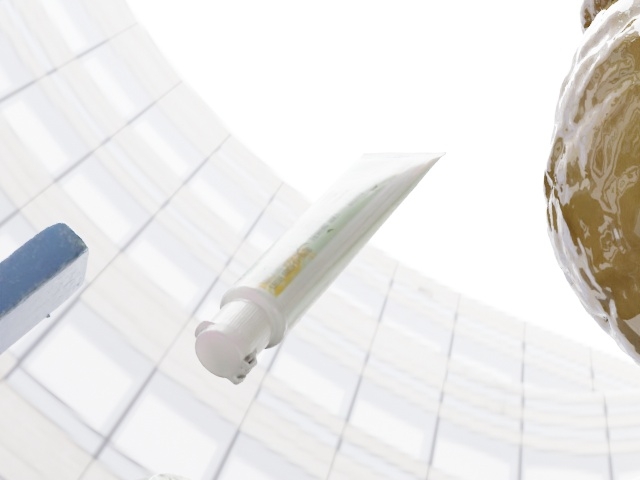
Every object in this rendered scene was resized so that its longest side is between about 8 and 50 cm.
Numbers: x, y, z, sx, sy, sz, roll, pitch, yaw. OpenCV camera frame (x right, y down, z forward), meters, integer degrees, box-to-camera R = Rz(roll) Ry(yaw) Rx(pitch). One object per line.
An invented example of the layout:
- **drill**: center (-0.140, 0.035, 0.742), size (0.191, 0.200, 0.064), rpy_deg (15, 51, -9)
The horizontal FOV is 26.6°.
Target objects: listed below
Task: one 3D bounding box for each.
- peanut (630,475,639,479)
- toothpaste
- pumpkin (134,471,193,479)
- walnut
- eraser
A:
- **peanut**: center (0.326, 0.223, 1.014), size (0.387, 0.192, 0.169), rpy_deg (-28, -106, -17)
- **toothpaste**: center (0.000, 0.000, 1.011), size (0.058, 0.314, 0.056), rpy_deg (38, -50, 5)
- **pumpkin**: center (-0.119, 0.250, 1.032), size (0.217, 0.217, 0.110), rpy_deg (28, -83, 0)
- **walnut**: center (0.264, -0.057, 0.728), size (0.332, 0.333, 0.333), rpy_deg (3, -71, 9)
- **eraser**: center (-0.328, 0.104, 1.148), size (0.312, 0.144, 0.042), rpy_deg (-41, -95, -19)
